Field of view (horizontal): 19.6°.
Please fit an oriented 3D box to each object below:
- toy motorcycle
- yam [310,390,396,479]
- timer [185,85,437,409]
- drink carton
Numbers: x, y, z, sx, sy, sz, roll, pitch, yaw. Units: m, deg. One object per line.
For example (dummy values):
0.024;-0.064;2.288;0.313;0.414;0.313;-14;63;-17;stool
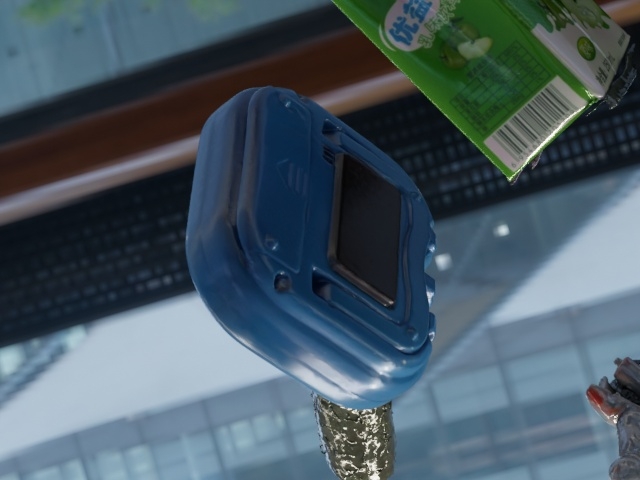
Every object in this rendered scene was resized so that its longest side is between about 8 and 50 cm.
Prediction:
0.395;0.244;2.104;0.171;0.260;0.110;-16;145;-33;toy motorcycle
0.042;0.215;2.290;0.107;0.183;0.107;-5;-145;3;yam
0.000;0.000;2.011;0.115;0.309;0.340;-34;-146;33;timer
0.114;-0.191;1.440;0.108;0.271;0.161;-42;-173;29;drink carton
